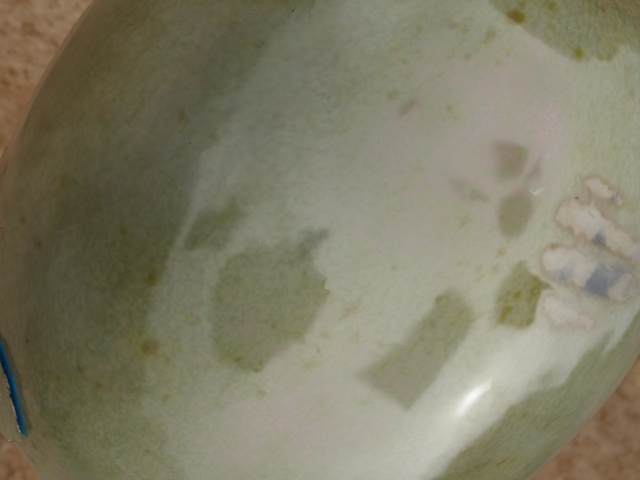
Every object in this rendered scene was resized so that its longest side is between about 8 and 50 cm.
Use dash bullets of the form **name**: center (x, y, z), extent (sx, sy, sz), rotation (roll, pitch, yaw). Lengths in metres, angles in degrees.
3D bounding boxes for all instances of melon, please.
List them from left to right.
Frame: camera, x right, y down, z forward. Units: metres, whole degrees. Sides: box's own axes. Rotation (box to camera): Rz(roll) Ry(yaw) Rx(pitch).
- **melon**: center (0.000, 0.000, 0.649), extent (0.268, 0.268, 0.330), rotation (16, 129, -38)
